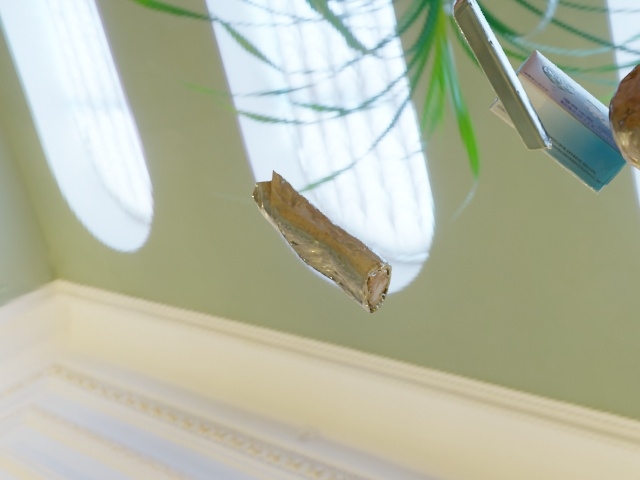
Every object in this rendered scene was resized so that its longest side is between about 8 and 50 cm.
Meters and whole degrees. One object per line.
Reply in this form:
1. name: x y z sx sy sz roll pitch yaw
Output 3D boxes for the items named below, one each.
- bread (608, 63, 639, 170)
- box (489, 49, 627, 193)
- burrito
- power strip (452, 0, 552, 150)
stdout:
1. bread: 0.440 -0.146 1.182 0.230 0.123 0.230 -23 -153 13
2. box: 0.346 -0.169 1.516 0.073 0.194 0.139 -52 179 31
3. burrito: 0.000 0.000 1.348 0.060 0.226 0.087 -46 175 -31
4. power strip: 0.215 -0.214 1.309 0.027 0.253 0.060 -26 -162 21
